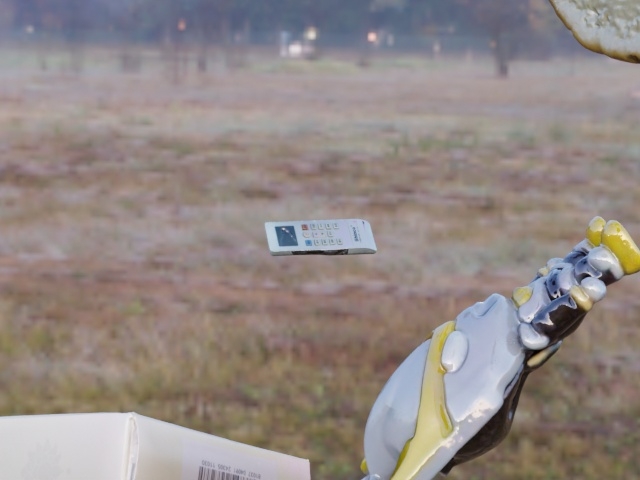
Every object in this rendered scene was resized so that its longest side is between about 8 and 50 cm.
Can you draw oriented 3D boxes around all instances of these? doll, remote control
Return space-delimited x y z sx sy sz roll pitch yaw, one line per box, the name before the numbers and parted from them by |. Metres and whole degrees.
doll | 0.139 0.106 1.245 0.103 0.316 0.145 47 1 -31
remote control | 0.000 0.000 2.267 0.166 0.065 0.029 -2 -41 -14

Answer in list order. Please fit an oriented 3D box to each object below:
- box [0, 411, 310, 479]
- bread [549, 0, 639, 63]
box | -0.135 0.196 1.150 0.168 0.095 0.212 -5 -19 36
bread | 0.218 -0.219 0.917 0.070 0.236 0.236 -5 5 -30
